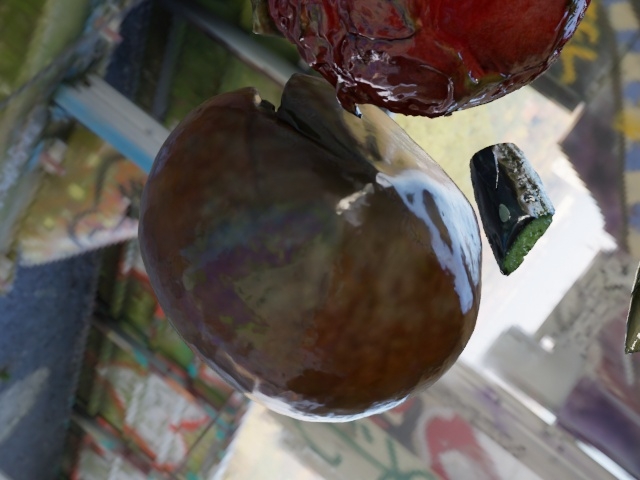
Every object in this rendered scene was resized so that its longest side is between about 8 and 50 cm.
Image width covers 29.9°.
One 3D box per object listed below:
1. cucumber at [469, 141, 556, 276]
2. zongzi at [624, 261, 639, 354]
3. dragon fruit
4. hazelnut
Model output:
[{"bbox_3d":[0.288,-0.057,1.845,0.115,0.193,0.086,-28,152,23],"label":"cucumber"},{"bbox_3d":[0.493,0.095,1.715,0.317,0.154,0.289,-45,157,-19],"label":"zongzi"},{"bbox_3d":[0.100,-0.241,1.038,0.342,0.277,0.277,-15,157,-18],"label":"dragon fruit"},{"bbox_3d":[0.000,0.000,1.352,0.359,0.409,0.359,-43,-170,9],"label":"hazelnut"}]
